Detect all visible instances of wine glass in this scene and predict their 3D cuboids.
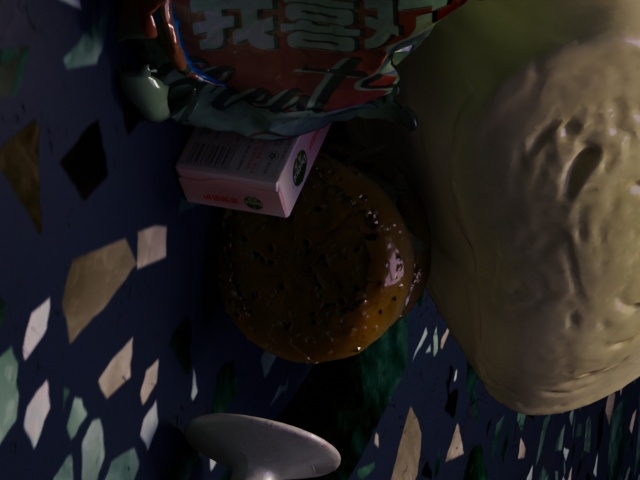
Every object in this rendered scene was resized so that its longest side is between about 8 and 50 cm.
[{"bbox_3d":[-0.061,0.247,1.400,0.165,0.165,0.196,61,39,-59],"label":"wine glass"}]

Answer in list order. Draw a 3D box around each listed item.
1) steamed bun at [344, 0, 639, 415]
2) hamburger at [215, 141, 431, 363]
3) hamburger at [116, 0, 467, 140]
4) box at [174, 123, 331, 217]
[{"bbox_3d":[0.198,-0.102,1.533,0.456,0.290,0.371,79,-13,-51],"label":"steamed bun"},{"bbox_3d":[0.000,0.000,1.446,0.185,0.177,0.113,-59,159,20],"label":"hamburger"},{"bbox_3d":[-0.025,-0.191,1.263,0.276,0.260,0.150,124,-32,-49],"label":"hamburger"},{"bbox_3d":[-0.047,-0.082,1.388,0.043,0.089,0.125,74,33,-50],"label":"box"}]
